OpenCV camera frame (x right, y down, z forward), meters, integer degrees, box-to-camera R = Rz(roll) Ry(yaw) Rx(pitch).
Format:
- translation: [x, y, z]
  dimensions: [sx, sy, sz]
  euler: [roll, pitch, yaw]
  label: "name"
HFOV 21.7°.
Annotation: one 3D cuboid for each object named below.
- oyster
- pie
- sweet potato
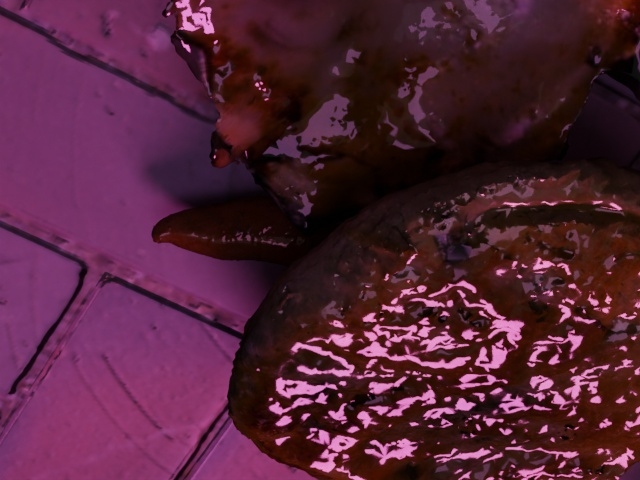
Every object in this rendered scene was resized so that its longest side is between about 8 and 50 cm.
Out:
- translation: [0.009, -0.162, 0.752]
  dimensions: [0.221, 0.096, 0.361]
  euler: [-24, 122, 6]
  label: "oyster"
- translation: [0.091, 0.062, 0.874]
  dimensions: [0.277, 0.078, 0.277]
  euler: [-4, 145, -2]
  label: "pie"
- translation: [0.000, 0.002, 0.888]
  dimensions: [0.179, 0.044, 0.044]
  euler: [7, 121, -9]
  label: "sweet potato"
